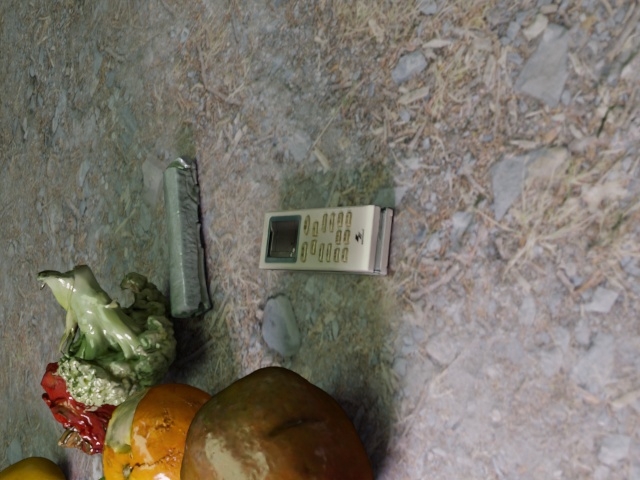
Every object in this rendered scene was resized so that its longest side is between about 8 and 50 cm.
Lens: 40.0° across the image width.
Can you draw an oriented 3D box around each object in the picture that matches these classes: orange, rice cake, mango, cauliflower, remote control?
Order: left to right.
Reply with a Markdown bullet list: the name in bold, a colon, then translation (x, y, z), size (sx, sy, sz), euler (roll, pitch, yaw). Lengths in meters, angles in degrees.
- **mango**: translation (-0.689, 0.623, 2.031), size (0.317, 0.173, 0.211), euler (-47, 50, 25)
- **cauliflower**: translation (-0.392, 0.170, 1.701), size (0.327, 0.260, 0.281), euler (12, 111, 44)
- **orange**: translation (-0.257, 0.365, 1.515), size (0.240, 0.240, 0.240), euler (-14, 72, 49)
- **rice cake**: translation (-0.269, -0.012, 1.732), size (0.066, 0.063, 0.336), euler (-27, 62, 41)
- **remote control**: translation (0.000, 0.000, 1.408), size (0.277, 0.055, 0.103), euler (-1, 81, 50)

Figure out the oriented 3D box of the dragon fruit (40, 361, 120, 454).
- **dragon fruit**: translation (-0.516, 0.358, 1.888), size (0.317, 0.152, 0.205), euler (-18, 70, 47)

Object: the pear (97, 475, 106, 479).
- **pear**: translation (-0.348, 0.540, 1.598), size (0.164, 0.255, 0.238), euler (-32, 85, 31)

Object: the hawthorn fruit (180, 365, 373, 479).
- **hawthorn fruit**: translation (-0.048, 0.342, 1.246), size (0.268, 0.268, 0.301), euler (-52, 57, 30)
